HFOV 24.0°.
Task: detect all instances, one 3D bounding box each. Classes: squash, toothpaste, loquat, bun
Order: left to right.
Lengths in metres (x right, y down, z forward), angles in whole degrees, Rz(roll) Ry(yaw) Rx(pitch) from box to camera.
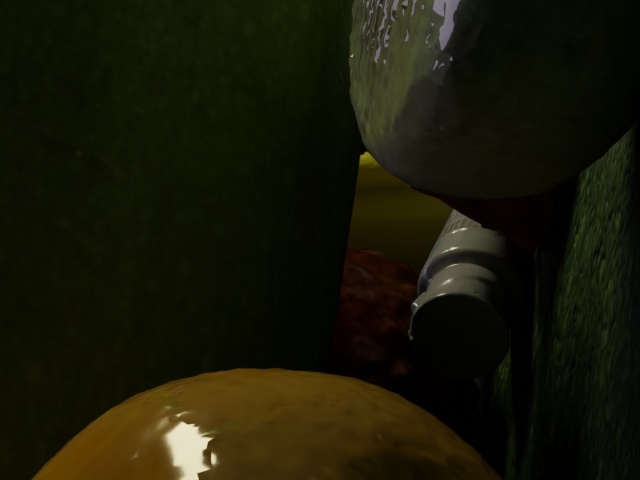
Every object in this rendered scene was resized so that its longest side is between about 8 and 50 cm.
[{"bbox_3d":[-0.127,0.070,0.648,0.263,0.263,0.384,94,-176,-74],"label":"squash"},{"bbox_3d":[-0.018,0.140,0.428,0.208,0.208,0.208,8,-90,-89],"label":"loquat"},{"bbox_3d":[0.094,-0.004,0.857,0.234,0.057,0.089,-66,-16,-60],"label":"toothpaste"},{"bbox_3d":[0.074,-0.119,0.495,0.221,0.108,0.221,-174,90,-83],"label":"bun"}]

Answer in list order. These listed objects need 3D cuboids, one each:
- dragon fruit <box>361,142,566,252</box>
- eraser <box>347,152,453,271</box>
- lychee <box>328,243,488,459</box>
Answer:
[{"bbox_3d":[0.073,-0.078,0.758,0.153,0.111,0.153,-170,90,-88],"label":"dragon fruit"},{"bbox_3d":[0.000,0.000,0.985,0.069,0.226,0.158,-84,-11,-55],"label":"eraser"},{"bbox_3d":[-0.024,0.126,0.880,0.260,0.261,0.260,8,-90,-89],"label":"lychee"}]
